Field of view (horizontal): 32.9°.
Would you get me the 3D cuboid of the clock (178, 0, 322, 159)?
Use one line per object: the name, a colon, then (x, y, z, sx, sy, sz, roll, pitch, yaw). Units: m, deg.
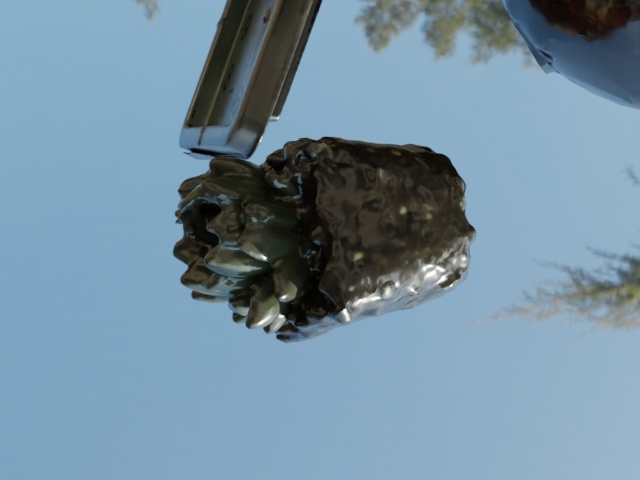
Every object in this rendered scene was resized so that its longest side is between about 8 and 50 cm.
clock: (-0.050, -0.204, 1.006, 0.049, 0.278, 0.273, 20, 179, -18)

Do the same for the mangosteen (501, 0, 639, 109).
mangosteen: (0.322, -0.318, 1.028, 0.421, 0.381, 0.381, 40, -138, -19)

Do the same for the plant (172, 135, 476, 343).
plant: (0.000, 0.000, 0.741, 0.195, 0.129, 0.132, -8, -103, -25)
